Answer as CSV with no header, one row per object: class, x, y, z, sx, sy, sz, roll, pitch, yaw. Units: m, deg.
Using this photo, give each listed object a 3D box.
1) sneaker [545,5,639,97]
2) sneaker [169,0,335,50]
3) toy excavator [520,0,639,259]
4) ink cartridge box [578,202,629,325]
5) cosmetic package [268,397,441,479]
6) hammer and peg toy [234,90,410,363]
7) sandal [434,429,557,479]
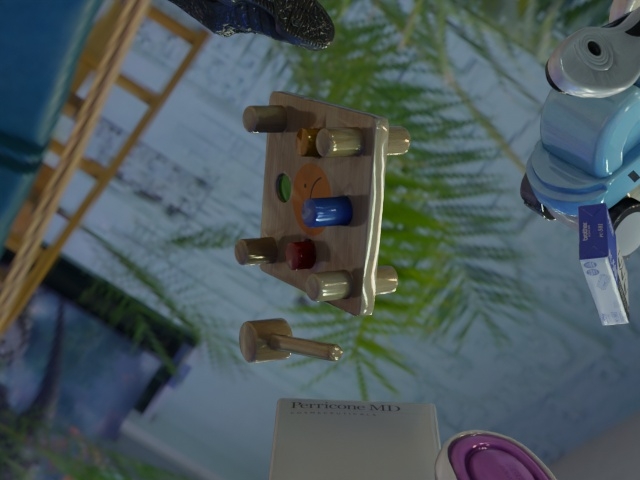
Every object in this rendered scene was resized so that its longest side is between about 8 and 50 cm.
sneaker,0.297,-0.186,1.468,0.217,0.079,0.121,-27,175,-39
sneaker,-0.074,-0.226,1.297,0.089,0.170,0.051,-29,-143,64
toy excavator,0.502,-0.256,2.154,0.433,0.445,0.222,-38,-137,-12
ink cartridge box,0.434,0.039,2.032,0.207,0.046,0.097,57,32,-51
cosmetic package,0.044,0.371,1.669,0.453,0.230,0.161,-89,180,-70
hammer and peg toy,0.000,0.000,1.727,0.266,0.127,0.361,21,-69,54
sandal,0.249,0.311,1.284,0.169,0.416,0.102,-12,128,-34
